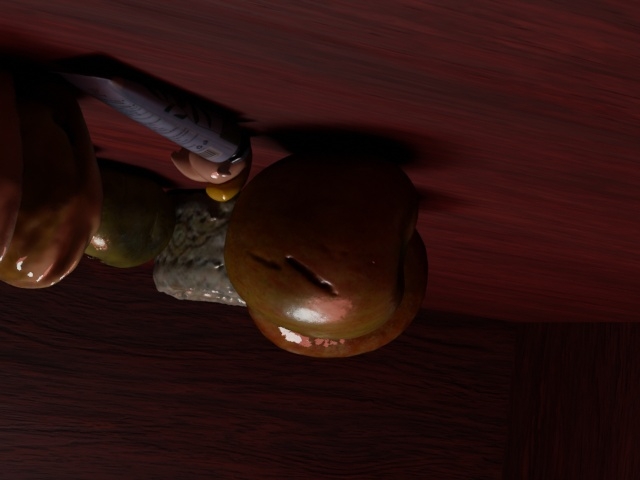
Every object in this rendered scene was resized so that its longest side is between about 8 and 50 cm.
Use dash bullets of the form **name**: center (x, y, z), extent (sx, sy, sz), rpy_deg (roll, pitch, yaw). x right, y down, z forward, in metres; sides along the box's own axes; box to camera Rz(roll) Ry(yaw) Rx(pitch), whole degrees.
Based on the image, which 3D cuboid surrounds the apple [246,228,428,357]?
- **apple**: center (0.014, 0.047, 1.720), extent (0.309, 0.277, 0.250), rpy_deg (24, -174, -12)

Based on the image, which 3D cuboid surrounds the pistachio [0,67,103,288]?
- **pistachio**: center (-0.368, -0.080, 1.234), extent (0.229, 0.238, 0.321), rpy_deg (6, -155, -38)

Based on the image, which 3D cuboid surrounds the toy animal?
- **toy animal**: center (-0.140, -0.116, 1.391), extent (0.114, 0.091, 0.082), rpy_deg (37, 169, 29)

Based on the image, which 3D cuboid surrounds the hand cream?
- **hand cream**: center (-0.182, -0.148, 1.236), extent (0.091, 0.058, 0.271), rpy_deg (16, 177, 40)

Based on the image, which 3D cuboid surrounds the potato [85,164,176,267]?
- **potato**: center (-0.340, -0.038, 1.813), extent (0.143, 0.169, 0.248), rpy_deg (37, -171, 24)

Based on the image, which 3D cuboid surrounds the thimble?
- **thimble**: center (-0.165, 0.023, 1.989), extent (0.291, 0.195, 0.291), rpy_deg (7, 174, 1)

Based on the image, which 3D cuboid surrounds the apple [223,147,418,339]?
- **apple**: center (0.000, 0.000, 1.414), extent (0.264, 0.264, 0.264), rpy_deg (7, 173, 1)
